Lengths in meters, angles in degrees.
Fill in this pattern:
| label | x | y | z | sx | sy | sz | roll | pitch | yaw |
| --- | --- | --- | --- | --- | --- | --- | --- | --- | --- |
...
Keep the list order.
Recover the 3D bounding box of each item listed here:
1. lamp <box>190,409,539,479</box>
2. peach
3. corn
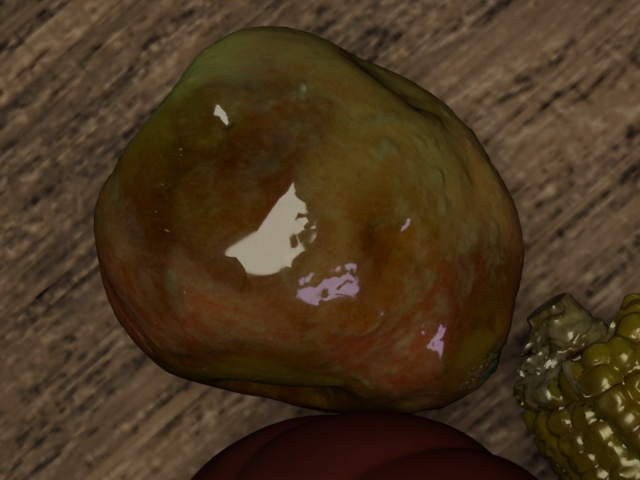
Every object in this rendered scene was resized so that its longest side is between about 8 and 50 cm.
| label | x | y | z | sx | sy | sz | roll | pitch | yaw |
| --- | --- | --- | --- | --- | --- | --- | --- | --- | --- |
| lamp | 0.023 | 0.236 | 0.780 | 0.303 | 0.257 | 0.303 | 2 | 93 | 48 |
| peach | 0.000 | 0.000 | 0.848 | 0.235 | 0.214 | 0.214 | 28 | 87 | 4 |
| corn | 0.222 | 0.160 | 0.838 | 0.119 | 0.119 | 0.322 | -34 | 81 | 2 |
